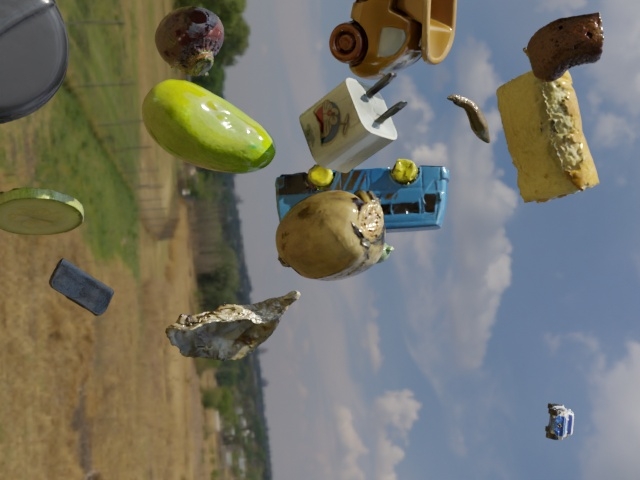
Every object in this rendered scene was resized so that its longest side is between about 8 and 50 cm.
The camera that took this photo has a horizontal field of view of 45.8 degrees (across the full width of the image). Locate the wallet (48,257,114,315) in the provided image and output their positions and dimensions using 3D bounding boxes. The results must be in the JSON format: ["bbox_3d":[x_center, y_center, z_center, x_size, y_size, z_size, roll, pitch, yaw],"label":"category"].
[{"bbox_3d":[-0.567,0.113,1.799,0.018,0.156,0.082,-14,-132,44],"label":"wallet"}]

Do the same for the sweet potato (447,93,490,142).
[{"bbox_3d":[0.329,-0.268,1.632,0.041,0.153,0.038,-55,-152,-18],"label":"sweet potato"}]

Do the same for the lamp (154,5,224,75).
[{"bbox_3d":[-0.286,-0.441,1.690,0.157,0.156,0.135,55,11,-69],"label":"lamp"}]

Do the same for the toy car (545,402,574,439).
[{"bbox_3d":[0.647,0.489,2.048,0.170,0.070,0.080,18,79,-73],"label":"toy car"}]

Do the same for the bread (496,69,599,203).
[{"bbox_3d":[0.663,-0.305,2.210,0.236,0.165,0.376,-15,-93,60],"label":"bread"}]

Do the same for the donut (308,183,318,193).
[{"bbox_3d":[-0.010,-0.148,2.359,0.059,0.140,0.140,55,-22,27],"label":"donut"}]

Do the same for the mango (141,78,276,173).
[{"bbox_3d":[-0.229,-0.220,1.524,0.149,0.273,0.185,-65,-156,0],"label":"mango"}]

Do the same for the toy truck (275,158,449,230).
[{"bbox_3d":[0.096,-0.091,1.696,0.161,0.384,0.162,26,61,-84],"label":"toy truck"}]

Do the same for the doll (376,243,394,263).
[{"bbox_3d":[0.149,0.036,2.173,0.078,0.115,0.150,63,-11,7],"label":"doll"}]

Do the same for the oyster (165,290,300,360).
[{"bbox_3d":[-0.250,0.250,2.158,0.111,0.396,0.204,59,-32,38],"label":"oyster"}]

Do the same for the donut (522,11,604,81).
[{"bbox_3d":[0.618,-0.491,1.932,0.144,0.186,0.126,54,31,-65],"label":"donut"}]

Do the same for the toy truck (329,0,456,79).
[{"bbox_3d":[0.156,-0.464,1.542,0.204,0.211,0.288,-24,127,-61],"label":"toy truck"}]

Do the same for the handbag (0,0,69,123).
[{"bbox_3d":[-0.512,-0.312,1.094,0.093,0.254,0.308,10,-35,54],"label":"handbag"}]

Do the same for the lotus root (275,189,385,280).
[{"bbox_3d":[0.000,0.000,1.510,0.310,0.182,0.183,-18,-106,51],"label":"lotus root"}]

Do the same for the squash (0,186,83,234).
[{"bbox_3d":[-0.690,-0.066,1.846,0.219,0.219,0.041,104,-17,-67],"label":"squash"}]

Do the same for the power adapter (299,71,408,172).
[{"bbox_3d":[0.079,-0.240,1.471,0.205,0.125,0.130,-34,-115,32],"label":"power adapter"}]
